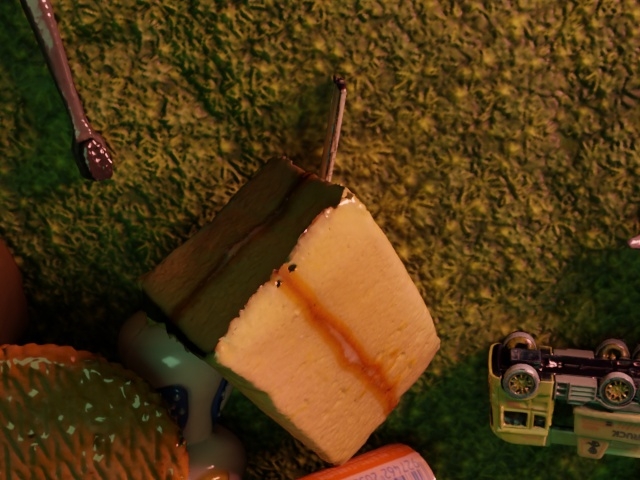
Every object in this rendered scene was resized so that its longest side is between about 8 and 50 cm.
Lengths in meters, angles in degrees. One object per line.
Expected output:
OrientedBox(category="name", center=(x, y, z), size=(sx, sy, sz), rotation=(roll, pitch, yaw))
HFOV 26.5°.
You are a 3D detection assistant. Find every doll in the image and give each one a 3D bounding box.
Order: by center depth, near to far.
OrientedBox(category="doll", center=(-0.119, 0.156, 1.180), size=(0.138, 0.119, 0.293), rotation=(-21, 122, -39))

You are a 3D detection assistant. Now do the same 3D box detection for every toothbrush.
OrientedBox(category="toothbrush", center=(-0.221, -0.180, 1.068), size=(0.030, 0.030, 0.297), rotation=(-24, 114, -16))
OrientedBox(category="toothbrush", center=(-0.005, 0.000, 1.151), size=(0.028, 0.026, 0.294), rotation=(-3, 118, -17))

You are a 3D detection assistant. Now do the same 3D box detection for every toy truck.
OrientedBox(category="toy truck", center=(0.228, 0.143, 1.178), size=(0.169, 0.077, 0.100), rotation=(4, 113, 5))

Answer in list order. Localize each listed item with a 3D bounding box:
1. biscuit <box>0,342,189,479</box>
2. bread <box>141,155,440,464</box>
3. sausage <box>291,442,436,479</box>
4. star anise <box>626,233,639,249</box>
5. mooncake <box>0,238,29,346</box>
OrientedBox(category="biscuit", center=(-0.230, 0.187, 1.098), size=(0.254, 0.035, 0.254), rotation=(-3, 121, -6))
OrientedBox(category="bread", center=(0.016, 0.079, 1.072), size=(0.264, 0.163, 0.167), rotation=(43, 82, -28))
OrientedBox(category="sausage", center=(-0.043, 0.257, 1.145), size=(0.312, 0.093, 0.093), rotation=(-14, 123, -36))
OrientedBox(category="star anise", center=(0.359, 0.032, 1.135), size=(0.204, 0.061, 0.180), rotation=(-9, 103, 0))
OrientedBox(category="mooncake", center=(-0.398, 0.082, 1.131), size=(0.284, 0.155, 0.284), rotation=(1, 118, 2))
